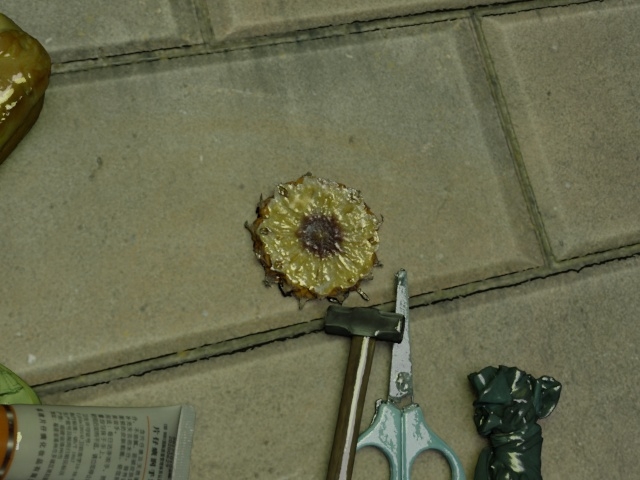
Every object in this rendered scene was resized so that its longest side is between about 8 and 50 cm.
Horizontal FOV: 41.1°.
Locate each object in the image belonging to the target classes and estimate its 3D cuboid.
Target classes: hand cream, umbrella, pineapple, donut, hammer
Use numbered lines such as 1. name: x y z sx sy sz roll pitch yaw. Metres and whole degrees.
1. hand cream: -0.287 0.250 1.046 0.314 0.089 0.140 19 70 -35
2. umbrella: 0.277 0.350 1.192 0.143 0.094 0.349 4 77 -8
3. pineapple: 0.000 0.000 1.237 0.221 0.047 0.221 4 75 -14
4. donut: -0.486 -0.189 1.122 0.208 0.128 0.261 40 71 0
5. hammer: 0.032 0.267 1.158 0.111 0.043 0.366 8 73 13

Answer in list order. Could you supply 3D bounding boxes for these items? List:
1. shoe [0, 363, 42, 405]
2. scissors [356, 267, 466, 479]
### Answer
1. shoe: -0.466 0.186 1.046 0.140 0.128 0.262 -45 87 -6
2. scissors: 0.114 0.217 1.215 0.191 0.029 0.361 4 76 -9
